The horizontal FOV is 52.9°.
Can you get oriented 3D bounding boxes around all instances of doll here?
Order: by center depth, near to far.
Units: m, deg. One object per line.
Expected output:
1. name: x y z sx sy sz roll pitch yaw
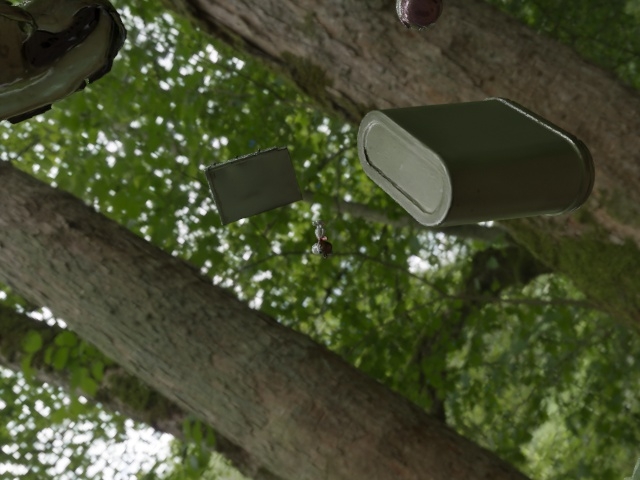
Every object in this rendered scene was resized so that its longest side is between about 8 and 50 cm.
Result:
1. doll: 0.004 -0.003 1.482 0.040 0.058 0.085 10 -91 -43

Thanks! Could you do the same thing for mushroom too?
1. mushroom: -0.488 -0.303 1.009 0.344 0.130 0.247 -37 -16 -19

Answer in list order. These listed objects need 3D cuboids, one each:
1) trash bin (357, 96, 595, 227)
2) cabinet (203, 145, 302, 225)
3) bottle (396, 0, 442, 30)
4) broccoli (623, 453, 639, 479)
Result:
1. trash bin: 0.210 -0.115 0.905 0.247 0.243 0.121 -8 -54 -27
2. cabinet: -0.165 -0.146 1.605 0.206 0.150 0.145 -18 11 -2
3. bottle: 0.233 -0.556 1.520 0.233 0.110 0.110 -77 9 -63
4. broccoli: 0.435 0.217 0.513 0.375 0.302 0.249 -46 -23 -39
